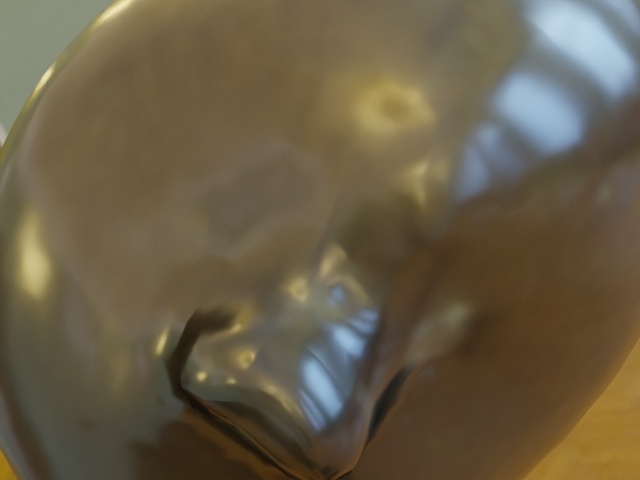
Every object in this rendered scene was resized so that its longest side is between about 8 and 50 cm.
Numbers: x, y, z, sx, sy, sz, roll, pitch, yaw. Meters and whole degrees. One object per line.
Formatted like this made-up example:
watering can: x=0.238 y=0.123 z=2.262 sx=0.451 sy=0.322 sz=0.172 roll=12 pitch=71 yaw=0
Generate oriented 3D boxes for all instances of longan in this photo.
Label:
longan: x=0.000 y=0.000 z=0.533 sx=0.300 sy=0.243 sz=0.300 roll=-54 pitch=4 yaw=6
